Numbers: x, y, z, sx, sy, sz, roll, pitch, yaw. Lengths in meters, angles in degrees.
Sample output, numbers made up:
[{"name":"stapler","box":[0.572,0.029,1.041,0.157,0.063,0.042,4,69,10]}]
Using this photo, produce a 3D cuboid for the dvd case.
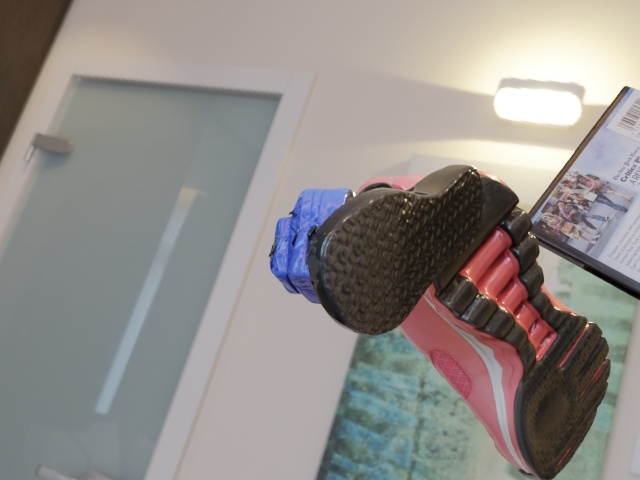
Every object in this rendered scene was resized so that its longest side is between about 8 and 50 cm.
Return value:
[{"name":"dvd case","box":[0.327,-0.017,0.632,0.253,0.180,0.022,33,-11,29]}]

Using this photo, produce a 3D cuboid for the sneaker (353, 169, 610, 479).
[{"name":"sneaker","box":[0.126,0.063,0.592,0.136,0.116,0.314,17,-35,54]}]

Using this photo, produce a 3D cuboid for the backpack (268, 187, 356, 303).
[{"name":"backpack","box":[0.000,0.000,0.825,0.101,0.120,0.098,5,-23,13]}]

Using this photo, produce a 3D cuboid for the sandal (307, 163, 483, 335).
[{"name":"sandal","box":[0.037,-0.002,0.377,0.040,0.067,0.179,9,18,28]}]
